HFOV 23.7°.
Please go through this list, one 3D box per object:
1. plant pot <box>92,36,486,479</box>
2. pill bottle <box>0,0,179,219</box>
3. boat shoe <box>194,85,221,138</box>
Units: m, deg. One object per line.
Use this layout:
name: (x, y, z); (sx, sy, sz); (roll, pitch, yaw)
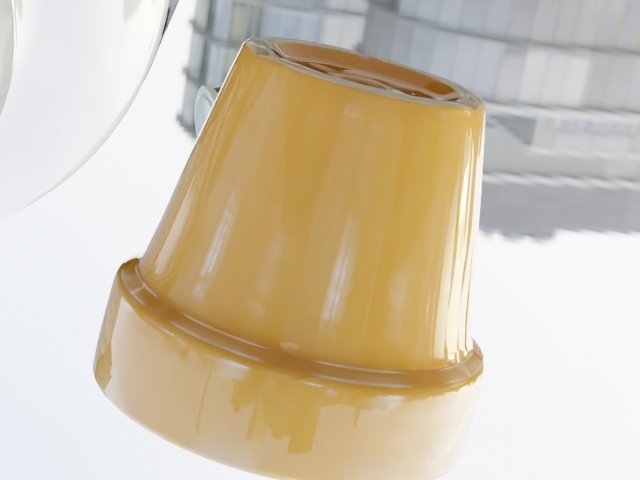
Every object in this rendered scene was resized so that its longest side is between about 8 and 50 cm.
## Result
plant pot: (0.000, 0.000, 0.797); (0.205, 0.188, 0.205); (13, -166, -3)
pill bottle: (-0.123, -0.118, 0.475); (0.181, 0.181, 0.323); (9, -152, -1)
boat shoe: (-0.046, -0.043, 1.648); (0.091, 0.114, 0.302); (-17, -109, -23)
